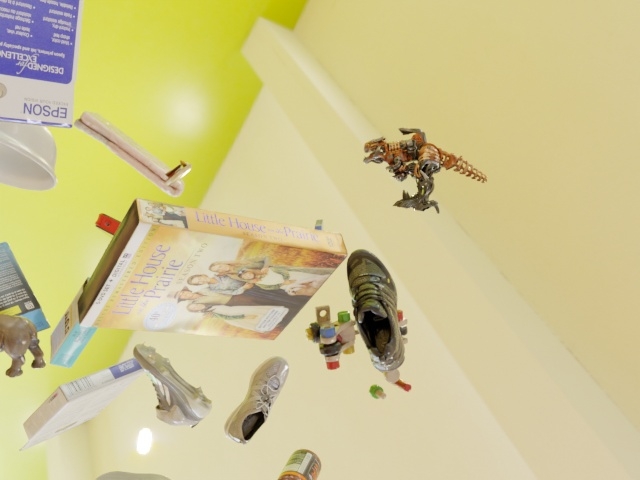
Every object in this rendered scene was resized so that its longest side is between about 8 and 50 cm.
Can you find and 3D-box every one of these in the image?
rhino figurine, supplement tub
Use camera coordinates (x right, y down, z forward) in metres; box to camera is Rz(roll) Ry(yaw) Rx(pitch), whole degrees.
[{"bbox_3d":[-0.610,0.169,1.320,0.073,0.243,0.106,-71,168,-67],"label":"rhino figurine"},{"bbox_3d":[-0.070,0.705,2.193,0.106,0.106,0.198,-57,176,23],"label":"supplement tub"}]

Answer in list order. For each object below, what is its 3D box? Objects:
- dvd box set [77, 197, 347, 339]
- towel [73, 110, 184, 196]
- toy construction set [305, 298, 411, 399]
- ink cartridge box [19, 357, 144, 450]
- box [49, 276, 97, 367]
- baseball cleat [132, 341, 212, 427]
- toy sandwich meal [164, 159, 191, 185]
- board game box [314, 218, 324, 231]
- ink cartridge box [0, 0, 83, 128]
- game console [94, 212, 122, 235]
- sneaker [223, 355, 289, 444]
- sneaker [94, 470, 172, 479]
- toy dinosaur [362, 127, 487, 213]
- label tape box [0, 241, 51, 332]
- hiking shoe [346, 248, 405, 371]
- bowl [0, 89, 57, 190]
[{"bbox_3d":[-0.199,0.071,1.398,0.307,0.420,0.062,-50,-136,36],"label":"dvd box set"},{"bbox_3d":[-0.498,-0.229,2.000,0.053,0.317,0.332,-52,-167,1],"label":"towel"},{"bbox_3d":[0.102,0.276,2.039,0.257,0.309,0.237,-37,-164,-15],"label":"toy construction set"},{"bbox_3d":[-0.768,0.514,2.384,0.330,0.324,0.071,-40,-102,29],"label":"ink cartridge box"},{"bbox_3d":[-0.626,0.215,1.941,0.244,0.060,0.100,-50,-142,28],"label":"box"},{"bbox_3d":[-0.321,0.305,1.522,0.109,0.206,0.072,-46,-174,10],"label":"baseball cleat"},{"bbox_3d":[-0.326,-0.156,1.690,0.085,0.029,0.085,-38,-176,3],"label":"toy sandwich meal"},{"bbox_3d":[0.000,0.000,1.834,0.090,0.020,0.090,-76,161,-79],"label":"board game box"},{"bbox_3d":[-0.468,-0.319,1.002,0.072,0.303,0.307,17,-78,39],"label":"ink cartridge box"},{"bbox_3d":[-0.607,0.042,2.706,0.386,0.342,0.060,24,-103,28],"label":"game console"},{"bbox_3d":[-0.165,0.471,2.170,0.281,0.105,0.115,-61,-151,-7],"label":"sneaker"},{"bbox_3d":[-0.487,0.732,2.038,0.292,0.108,0.169,-5,-81,37],"label":"sneaker"},{"bbox_3d":[0.270,-0.188,2.000,0.322,0.164,0.218,12,-87,33],"label":"toy dinosaur"},{"bbox_3d":[-0.881,0.180,1.966,0.334,0.240,0.106,51,-34,30],"label":"label tape box"},{"bbox_3d":[0.097,0.110,1.305,0.086,0.114,0.227,-18,-111,4],"label":"hiking shoe"},{"bbox_3d":[-0.670,-0.228,1.547,0.298,0.298,0.134,-11,-122,54],"label":"bowl"}]
